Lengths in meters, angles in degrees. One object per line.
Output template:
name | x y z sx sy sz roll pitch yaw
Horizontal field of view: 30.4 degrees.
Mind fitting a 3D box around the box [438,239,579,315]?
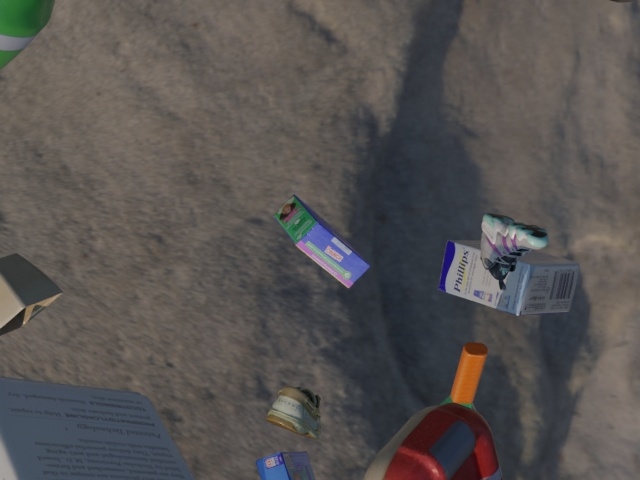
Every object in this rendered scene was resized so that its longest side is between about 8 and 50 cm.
box | 0.252 0.048 1.577 0.126 0.137 0.072 1 103 -47

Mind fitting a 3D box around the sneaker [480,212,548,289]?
sneaker | 0.183 0.016 1.125 0.038 0.098 0.069 7 99 -19

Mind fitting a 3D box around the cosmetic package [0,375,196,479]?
cosmetic package | -0.399 0.463 1.813 0.327 0.394 0.329 14 113 -39

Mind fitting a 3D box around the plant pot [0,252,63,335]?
plant pot | -0.496 0.083 1.859 0.109 0.109 0.096 -37 85 23

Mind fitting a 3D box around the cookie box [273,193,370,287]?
cookie box | 0.000 0.000 1.396 0.092 0.107 0.040 40 93 -25

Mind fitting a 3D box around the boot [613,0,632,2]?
boot | 0.249 -0.297 0.568 0.131 0.260 0.348 24 78 -25

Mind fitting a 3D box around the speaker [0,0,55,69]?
speaker | -0.126 -0.225 0.550 0.131 0.131 0.296 30 109 -22

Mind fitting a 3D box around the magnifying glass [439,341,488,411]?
magnifying glass | 0.169 0.207 1.442 0.092 0.231 0.026 4 46 -4

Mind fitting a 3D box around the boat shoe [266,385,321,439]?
boat shoe | -0.019 0.173 1.199 0.050 0.135 0.045 22 83 10

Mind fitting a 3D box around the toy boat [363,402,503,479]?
toy boat | 0.138 0.255 0.973 0.151 0.151 0.231 -40 122 -43

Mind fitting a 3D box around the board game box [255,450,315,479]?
board game box | -0.029 0.438 1.848 0.047 0.160 0.210 -21 75 10
